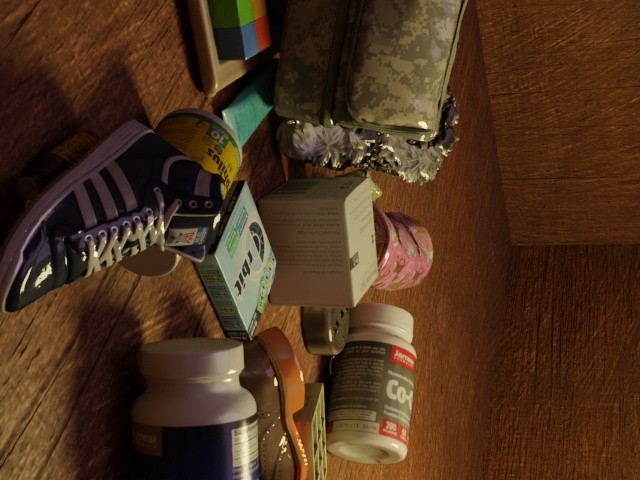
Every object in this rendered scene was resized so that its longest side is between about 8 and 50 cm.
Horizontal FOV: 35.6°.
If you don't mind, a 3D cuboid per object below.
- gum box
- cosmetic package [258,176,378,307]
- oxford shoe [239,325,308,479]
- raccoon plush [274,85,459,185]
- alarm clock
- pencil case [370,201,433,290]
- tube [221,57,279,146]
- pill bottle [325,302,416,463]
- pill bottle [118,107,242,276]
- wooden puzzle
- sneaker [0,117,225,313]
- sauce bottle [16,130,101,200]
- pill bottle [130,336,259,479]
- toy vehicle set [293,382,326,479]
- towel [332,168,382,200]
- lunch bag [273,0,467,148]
[{"bbox_3d":[-0.122,0.031,1.467,0.157,0.041,0.184,-73,153,-43],"label":"gum box"},{"bbox_3d":[0.000,0.000,1.657,0.151,0.151,0.183,-44,131,-63],"label":"cosmetic package"},{"bbox_3d":[-0.103,0.276,1.446,0.130,0.133,0.363,48,-29,42],"label":"oxford shoe"},{"bbox_3d":[0.043,-0.246,1.876,0.446,0.299,0.216,7,99,-40],"label":"raccoon plush"},{"bbox_3d":[0.016,0.164,1.846,0.129,0.064,0.192,-59,147,-58],"label":"alarm clock"},{"bbox_3d":[0.114,0.011,1.990,0.160,0.167,0.386,-62,162,6],"label":"pencil case"},{"bbox_3d":[-0.101,-0.213,1.538,0.207,0.052,0.080,-60,143,-49],"label":"tube"},{"bbox_3d":[0.101,0.275,1.930,0.161,0.161,0.283,58,36,-57],"label":"pill bottle"},{"bbox_3d":[-0.177,-0.057,1.193,0.208,0.118,0.117,-69,152,-47],"label":"pill bottle"},{"bbox_3d":[-0.110,-0.411,1.464,0.348,0.081,0.322,-56,140,-60],"label":"wooden puzzle"},{"bbox_3d":[-0.199,-0.006,1.004,0.282,0.153,0.099,-57,176,-44],"label":"sneaker"},{"bbox_3d":[-0.269,-0.077,1.036,0.128,0.042,0.042,-59,143,-61],"label":"sauce bottle"},{"bbox_3d":[-0.151,0.256,1.201,0.153,0.153,0.264,-7,95,-71],"label":"pill bottle"},{"bbox_3d":[-0.018,0.349,1.669,0.267,0.035,0.166,-54,142,-83],"label":"toy vehicle set"},{"bbox_3d":[0.030,-0.078,1.766,0.110,0.148,0.027,44,28,-62],"label":"towel"},{"bbox_3d":[0.087,-0.313,1.526,0.212,0.256,0.305,-38,141,-70],"label":"lunch bag"}]
